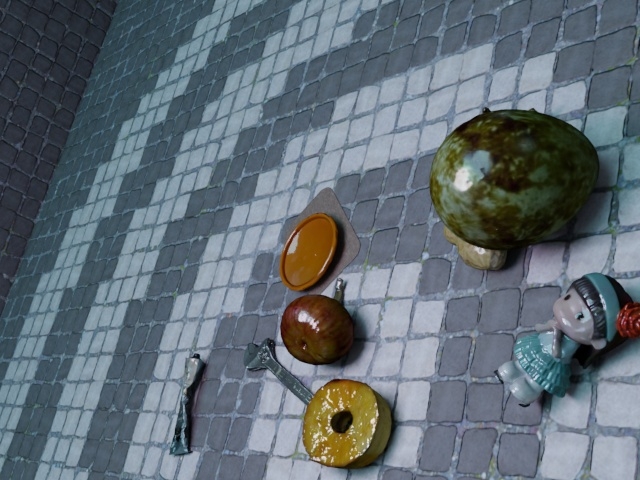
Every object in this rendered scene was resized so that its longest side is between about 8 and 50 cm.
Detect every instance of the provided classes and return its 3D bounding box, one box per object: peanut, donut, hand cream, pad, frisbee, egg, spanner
[{"bbox_3d":[0.281,0.003,1.609,0.080,0.080,0.174,-54,32,10],"label":"peanut"},{"bbox_3d":[0.056,0.350,1.648,0.190,0.074,0.174,-22,49,37],"label":"donut"},{"bbox_3d":[-0.319,0.395,2.116,0.075,0.052,0.248,137,141,-62],"label":"hand cream"},{"bbox_3d":[0.000,0.000,2.018,0.176,0.002,0.266,-47,37,18],"label":"pad"},{"bbox_3d":[-0.022,0.029,1.990,0.192,0.035,0.192,-31,44,36],"label":"frisbee"},{"bbox_3d":[0.328,-0.108,1.473,0.289,0.238,0.238,-18,44,1],"label":"egg"},{"bbox_3d":[-0.086,0.294,1.904,0.325,0.026,0.093,32,94,54],"label":"spanner"}]

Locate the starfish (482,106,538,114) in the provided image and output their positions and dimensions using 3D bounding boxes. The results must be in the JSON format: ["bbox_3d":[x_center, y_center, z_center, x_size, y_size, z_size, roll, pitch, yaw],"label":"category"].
[{"bbox_3d":[0.340,-0.184,1.660,0.190,0.074,0.146,-47,39,19],"label":"starfish"}]

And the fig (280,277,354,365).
[{"bbox_3d":[-0.005,0.179,1.795,0.149,0.148,0.202,-20,3,7],"label":"fig"}]

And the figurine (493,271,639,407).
[{"bbox_3d":[0.388,0.160,1.344,0.245,0.110,0.138,-49,46,21],"label":"figurine"}]
